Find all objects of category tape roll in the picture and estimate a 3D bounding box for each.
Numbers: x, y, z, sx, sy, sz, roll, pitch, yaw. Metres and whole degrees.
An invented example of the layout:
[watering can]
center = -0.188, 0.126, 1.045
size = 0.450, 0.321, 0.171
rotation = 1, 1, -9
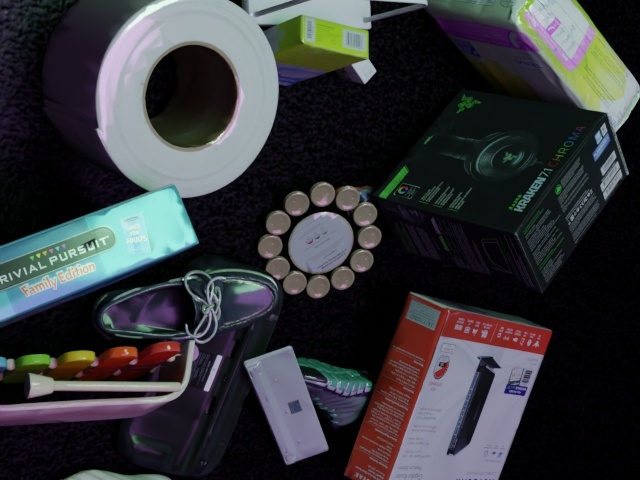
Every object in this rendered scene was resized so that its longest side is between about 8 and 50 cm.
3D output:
[tape roll]
center = -0.195, -0.188, 1.441
size = 0.246, 0.169, 0.246
rotation = -12, 111, -33

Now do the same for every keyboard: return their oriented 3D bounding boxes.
[keyboard]
center = -0.047, 0.246, 1.727
size = 0.072, 0.014, 0.256
rotation = -23, 135, -6

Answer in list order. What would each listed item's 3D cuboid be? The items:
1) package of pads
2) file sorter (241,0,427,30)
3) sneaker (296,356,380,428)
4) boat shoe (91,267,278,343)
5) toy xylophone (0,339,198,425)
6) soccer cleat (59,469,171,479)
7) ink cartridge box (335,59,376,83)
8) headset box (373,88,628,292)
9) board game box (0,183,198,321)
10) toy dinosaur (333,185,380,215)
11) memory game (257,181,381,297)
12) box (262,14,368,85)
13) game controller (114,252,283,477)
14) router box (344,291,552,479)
[package of pads]
center = 0.311, -0.283, 1.730
size = 0.296, 0.229, 0.101
rotation = 40, 81, -37
[file sorter]
center = 0.019, -0.416, 1.478
size = 0.192, 0.173, 0.278
rotation = -4, 93, -34
[sneaker]
center = 0.016, 0.242, 1.785
size = 0.223, 0.083, 0.098
rotation = 16, 100, -38
[boat shoe]
center = -0.174, 0.086, 1.557
size = 0.254, 0.079, 0.095
rotation = -2, 92, -15
[toy xylophone]
center = -0.296, 0.169, 1.448
size = 0.322, 0.236, 0.081
rotation = 3, 72, -35
[soccer cleat]
center = -0.277, 0.352, 1.613
size = 0.196, 0.076, 0.068
rotation = 4, 102, -36
[ink cartridge box]
center = 0.024, -0.270, 1.634
size = 0.029, 0.063, 0.115
rotation = -49, 125, -14
[headset box]
center = 0.254, -0.083, 1.719
size = 0.246, 0.283, 0.131
rotation = -49, 132, -22
[board game box]
center = -0.340, 0.045, 1.356
size = 0.336, 0.254, 0.079
rotation = -22, 90, -28
[toy dinosaur]
center = 0.055, -0.068, 1.751
size = 0.082, 0.047, 0.090
rotation = 34, 51, -29
[memory game]
center = 0.000, 0.000, 1.703
size = 0.186, 0.012, 0.186
rotation = -8, 117, -15
[box]
center = -0.032, -0.246, 1.544
size = 0.109, 0.178, 0.042
rotation = 6, 81, -36
[game controller]
center = -0.169, 0.178, 1.655
size = 0.166, 0.067, 0.319
rotation = 21, 91, -23
[router box]
center = 0.212, 0.253, 1.880
size = 0.335, 0.082, 0.301
rotation = 14, 97, -51
